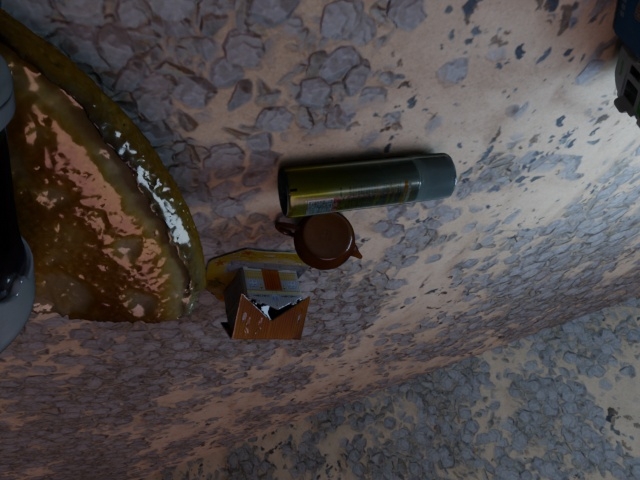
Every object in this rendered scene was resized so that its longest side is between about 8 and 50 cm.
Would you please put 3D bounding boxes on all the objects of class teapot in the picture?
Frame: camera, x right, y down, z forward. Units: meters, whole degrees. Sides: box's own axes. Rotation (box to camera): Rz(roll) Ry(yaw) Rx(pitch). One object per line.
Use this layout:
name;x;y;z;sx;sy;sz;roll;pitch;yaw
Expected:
teapot;0.000;0.000;0.857;0.173;0.116;0.116;18;140;-4

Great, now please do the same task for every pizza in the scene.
pizza;-0.382;-0.031;0.574;0.406;0.130;0.439;-20;127;8

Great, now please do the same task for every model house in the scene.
model house;-0.127;0.130;0.948;0.220;0.135;0.207;7;142;-32

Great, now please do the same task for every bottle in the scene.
bottle;0.078;-0.092;0.764;0.286;0.082;0.082;-7;146;-15

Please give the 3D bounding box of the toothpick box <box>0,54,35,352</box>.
toothpick box;-0.370;-0.004;0.383;0.229;0.229;0.316;-1;128;-24

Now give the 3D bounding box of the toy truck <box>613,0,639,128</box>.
toy truck;0.478;-0.285;0.581;0.146;0.175;0.367;-22;147;9
